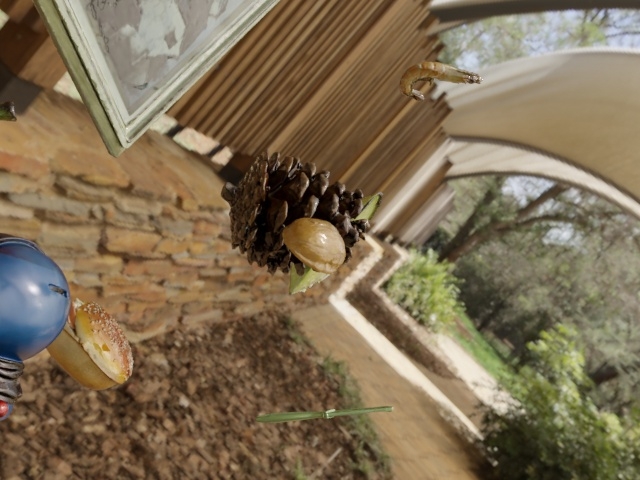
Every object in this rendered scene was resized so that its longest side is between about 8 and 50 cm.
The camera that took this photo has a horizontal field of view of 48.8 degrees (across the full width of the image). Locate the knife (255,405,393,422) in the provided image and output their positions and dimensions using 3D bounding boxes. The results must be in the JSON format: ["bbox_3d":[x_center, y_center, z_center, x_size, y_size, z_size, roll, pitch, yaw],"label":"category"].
[{"bbox_3d":[0.005,0.256,1.040,0.030,0.207,0.014,54,30,-81],"label":"knife"}]

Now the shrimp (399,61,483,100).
[{"bbox_3d":[0.162,-0.216,0.972,0.083,0.114,0.023,121,-32,-65],"label":"shrimp"}]

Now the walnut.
[{"bbox_3d":[0.000,0.000,1.028,0.121,0.052,0.091,10,42,-56],"label":"walnut"}]

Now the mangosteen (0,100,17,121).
[{"bbox_3d":[-0.844,-0.295,1.603,0.231,0.289,0.232,-11,90,-88],"label":"mangosteen"}]

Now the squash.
[{"bbox_3d":[0.045,0.003,1.485,0.154,0.204,0.237,2,10,19],"label":"squash"}]

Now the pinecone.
[{"bbox_3d":[-0.050,-0.039,1.261,0.272,0.224,0.224,20,14,-18],"label":"pinecone"}]

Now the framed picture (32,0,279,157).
[{"bbox_3d":[-0.096,-0.235,0.541,0.019,0.296,0.232,24,-30,25],"label":"framed picture"}]

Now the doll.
[{"bbox_3d":[-0.562,0.140,1.197,0.240,0.310,0.284,8,-16,14],"label":"doll"}]

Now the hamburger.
[{"bbox_3d":[-0.519,0.239,1.607,0.237,0.147,0.237,45,-5,5],"label":"hamburger"}]
